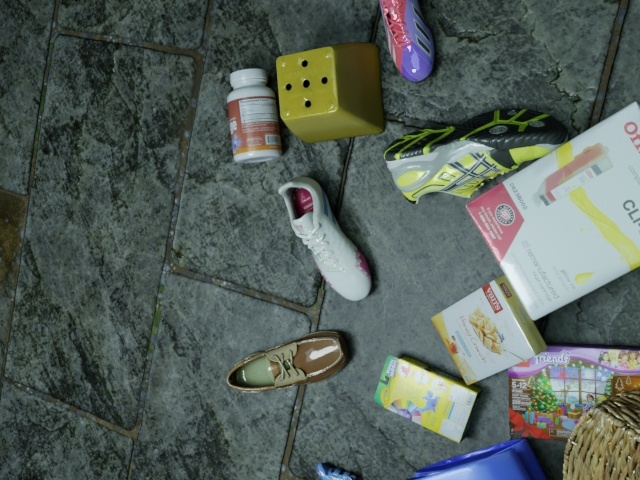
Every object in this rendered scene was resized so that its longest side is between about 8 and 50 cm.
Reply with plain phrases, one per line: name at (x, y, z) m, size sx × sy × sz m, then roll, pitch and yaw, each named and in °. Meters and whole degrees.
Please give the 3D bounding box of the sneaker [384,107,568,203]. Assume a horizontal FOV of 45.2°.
sneaker at (0.338, -0.179, 1.657) m, size 0.385 × 0.145 × 0.147 m, roll -8°, pitch 120°, yaw 24°

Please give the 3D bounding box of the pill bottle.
pill bottle at (-0.165, -0.304, 1.882) m, size 0.121 × 0.121 × 0.216 m, roll -8°, pitch 88°, yaw 26°

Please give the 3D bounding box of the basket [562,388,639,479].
basket at (0.621, 0.432, 1.491) m, size 0.213 × 0.223 × 0.299 m, roll 34°, pitch 132°, yaw 48°

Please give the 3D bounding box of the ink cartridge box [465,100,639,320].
ink cartridge box at (0.534, -0.055, 1.531) m, size 0.385 × 0.160 × 0.279 m, roll -33°, pitch 78°, yaw 23°

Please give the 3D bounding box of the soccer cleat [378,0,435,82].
soccer cleat at (0.174, -0.508, 1.709) m, size 0.109 × 0.116 × 0.318 m, roll -13°, pitch 86°, yaw 26°

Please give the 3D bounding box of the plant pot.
plant pot at (0.009, -0.345, 1.759) m, size 0.212 × 0.187 × 0.212 m, roll -4°, pitch 91°, yaw 26°

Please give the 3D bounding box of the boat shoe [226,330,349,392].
boat shoe at (-0.087, 0.311, 1.872) m, size 0.324 × 0.120 × 0.122 m, roll -23°, pitch 83°, yaw 25°

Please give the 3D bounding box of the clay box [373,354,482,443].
clay box at (0.242, 0.353, 1.752) m, size 0.222 × 0.053 × 0.127 m, roll 22°, pitch 102°, yaw 25°

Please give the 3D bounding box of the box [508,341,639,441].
box at (0.541, 0.317, 1.601) m, size 0.293 × 0.057 × 0.201 m, roll -1°, pitch 92°, yaw 26°

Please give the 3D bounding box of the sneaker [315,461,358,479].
sneaker at (0.054, 0.578, 1.856) m, size 0.144 × 0.053 × 0.059 m, roll 35°, pitch 107°, yaw 12°

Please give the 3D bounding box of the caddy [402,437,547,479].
caddy at (0.327, 0.549, 1.618) m, size 0.341 × 0.241 × 0.179 m, roll -26°, pitch 77°, yaw 25°

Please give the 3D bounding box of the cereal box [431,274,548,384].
cereal box at (0.351, 0.195, 1.630) m, size 0.173 × 0.047 × 0.240 m, roll 62°, pitch 147°, yaw 12°

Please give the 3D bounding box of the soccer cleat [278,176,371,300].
soccer cleat at (0.000, 0.000, 1.803) m, size 0.116 × 0.143 × 0.331 m, roll -34°, pitch 78°, yaw 23°
